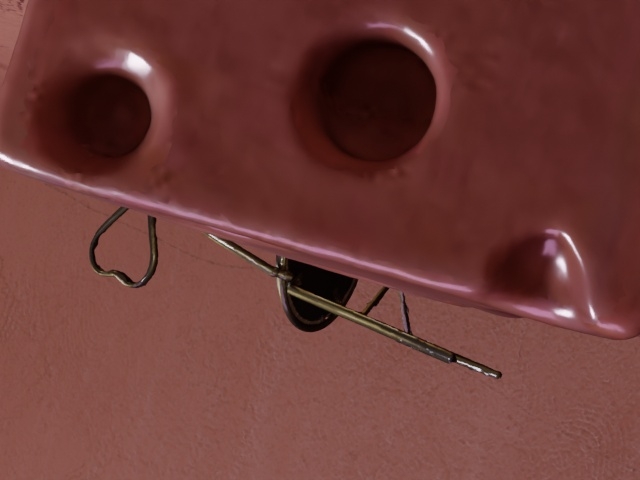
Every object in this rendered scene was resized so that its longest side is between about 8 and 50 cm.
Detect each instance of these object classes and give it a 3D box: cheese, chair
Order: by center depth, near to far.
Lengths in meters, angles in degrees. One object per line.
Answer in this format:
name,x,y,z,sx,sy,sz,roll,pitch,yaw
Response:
cheese,0.030,-0.049,0.605,0.202,0.128,0.177,14,178,14
chair,0.000,0.000,1.542,0.325,0.160,0.170,13,174,26
